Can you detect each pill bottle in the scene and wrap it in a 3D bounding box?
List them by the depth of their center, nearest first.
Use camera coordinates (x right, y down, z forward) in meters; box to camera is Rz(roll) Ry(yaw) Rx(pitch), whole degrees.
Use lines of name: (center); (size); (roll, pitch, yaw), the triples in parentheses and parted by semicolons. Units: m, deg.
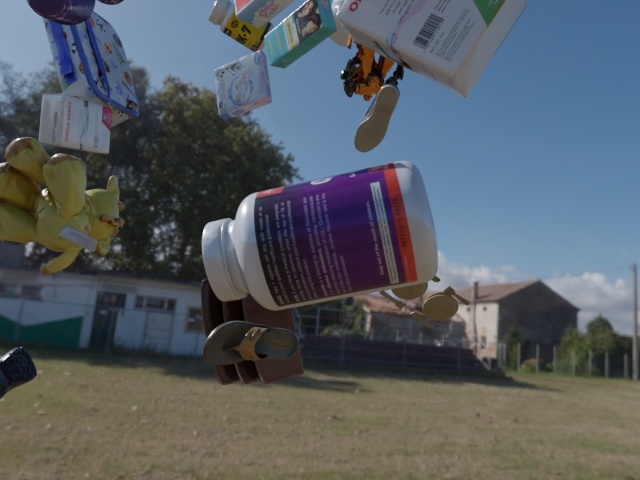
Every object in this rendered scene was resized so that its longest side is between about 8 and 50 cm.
pill bottle: (0.000, 0.000, 0.746); (0.323, 0.181, 0.181); (-11, -12, 7)
pill bottle: (-0.281, -0.768, 1.784); (0.208, 0.119, 0.119); (27, -17, -19)
pill bottle: (0.139, -0.836, 1.791); (0.162, 0.278, 0.162); (35, -14, 10)

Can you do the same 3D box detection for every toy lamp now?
toy lamp: (-0.332, -0.350, 0.699); (0.080, 0.080, 0.275); (8, 27, -11)

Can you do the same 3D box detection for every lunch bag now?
lunch bag: (-0.582, -0.448, 1.285); (0.115, 0.303, 0.243); (-20, -6, 6)

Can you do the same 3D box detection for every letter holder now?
letter holder: (-0.195, 0.232, 1.367); (0.214, 0.302, 0.152); (-10, -2, -25)

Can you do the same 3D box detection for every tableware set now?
tableware set: (0.247, 0.126, 1.202); (0.194, 0.039, 0.128); (36, -59, -22)

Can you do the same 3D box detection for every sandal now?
sandal: (-0.131, 0.216, 1.025); (0.219, 0.090, 0.060); (13, -4, -34)

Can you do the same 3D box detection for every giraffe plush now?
giraffe plush: (-0.399, -0.052, 0.815); (0.210, 0.181, 0.170); (40, 9, 4)

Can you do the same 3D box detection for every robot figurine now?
robot figurine: (0.163, -0.555, 1.487); (0.211, 0.085, 0.291); (-8, -45, -22)

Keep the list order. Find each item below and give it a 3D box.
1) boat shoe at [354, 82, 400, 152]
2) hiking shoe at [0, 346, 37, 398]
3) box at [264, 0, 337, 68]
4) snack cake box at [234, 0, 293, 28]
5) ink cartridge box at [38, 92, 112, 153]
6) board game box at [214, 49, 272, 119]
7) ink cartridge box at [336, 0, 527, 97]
boat shoe: (0.155, -0.331, 1.361); (0.075, 0.065, 0.206); (25, -52, -3)
hiking shoe: (-0.556, 0.238, 0.793); (0.114, 0.086, 0.227); (-29, -5, 1)
box: (-0.064, -0.613, 1.492); (0.060, 0.100, 0.244); (-8, -7, -44)
snack cake box: (-0.114, -0.701, 1.319); (0.264, 0.152, 0.089); (-20, -18, 38)
ink cartridge box: (-0.542, -0.257, 1.119); (0.063, 0.109, 0.150); (9, 5, 16)
board game box: (-0.125, -0.250, 0.811); (0.090, 0.090, 0.020); (-15, -18, 20)
ink cartridge box: (0.201, -0.428, 0.935); (0.278, 0.201, 0.117); (37, 10, 24)
